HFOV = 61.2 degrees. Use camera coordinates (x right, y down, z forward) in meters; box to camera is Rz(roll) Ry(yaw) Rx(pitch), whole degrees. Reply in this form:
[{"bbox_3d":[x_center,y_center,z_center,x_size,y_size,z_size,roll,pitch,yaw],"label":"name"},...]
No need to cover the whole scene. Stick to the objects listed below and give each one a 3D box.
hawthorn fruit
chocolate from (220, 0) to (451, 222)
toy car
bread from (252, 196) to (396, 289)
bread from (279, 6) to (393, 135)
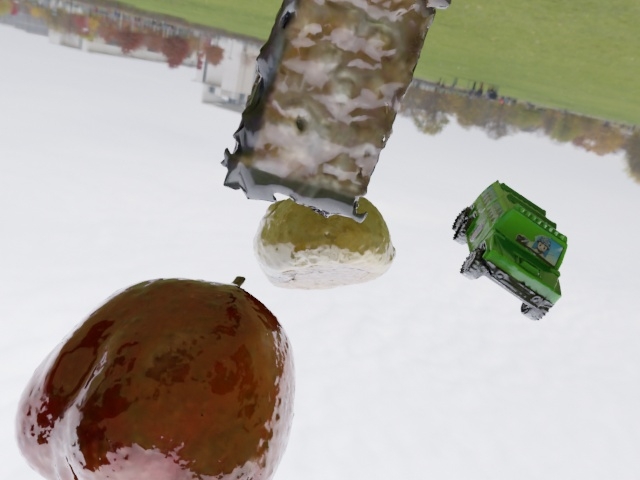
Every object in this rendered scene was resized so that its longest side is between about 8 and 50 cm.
[{"bbox_3d":[-0.156,0.156,0.613,0.287,0.287,0.330,15,-133,9],"label":"hawthorn fruit"},{"bbox_3d":[0.033,-0.172,0.321,0.102,0.329,0.065,18,-163,-12],"label":"chocolate"},{"bbox_3d":[0.156,0.001,0.444,0.071,0.062,0.165,33,-159,0],"label":"toy car"},{"bbox_3d":[0.000,0.000,0.870,0.245,0.134,0.244,-1,166,0],"label":"bread"},{"bbox_3d":[0.020,-0.192,0.499,0.119,0.192,0.067,-1,-158,-9],"label":"bread"}]
